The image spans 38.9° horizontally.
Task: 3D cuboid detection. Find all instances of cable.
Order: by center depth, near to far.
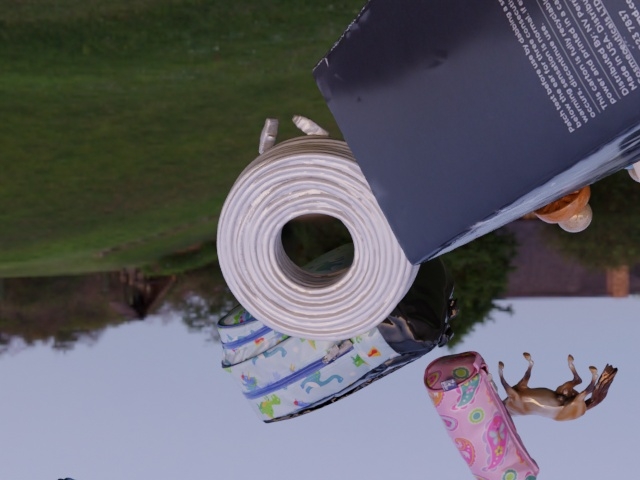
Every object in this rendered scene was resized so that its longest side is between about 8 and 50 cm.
[{"bbox_3d":[0.000,0.000,1.125,0.257,0.257,0.089,25,-160,1],"label":"cable"}]

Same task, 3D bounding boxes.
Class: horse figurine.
[{"bbox_3d":[0.438,0.292,1.748,0.263,0.174,0.066,0,-144,7],"label":"horse figurine"}]

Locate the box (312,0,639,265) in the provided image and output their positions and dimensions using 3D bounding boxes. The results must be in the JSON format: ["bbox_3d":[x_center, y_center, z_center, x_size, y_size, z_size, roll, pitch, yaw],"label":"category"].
[{"bbox_3d":[0.222,-0.160,0.629,0.343,0.179,0.312,-23,173,-26],"label":"box"}]

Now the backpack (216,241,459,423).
[{"bbox_3d":[0.010,0.143,1.445,0.355,0.273,0.290,-46,-177,25],"label":"backpack"}]

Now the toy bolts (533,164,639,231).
[{"bbox_3d":[0.455,-0.140,1.518,0.228,0.158,0.218,-29,-152,32],"label":"toy bolts"}]

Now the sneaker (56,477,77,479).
[{"bbox_3d":[-0.324,0.397,1.329,0.126,0.091,0.240,32,140,-32],"label":"sneaker"}]

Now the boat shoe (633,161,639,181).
[{"bbox_3d":[0.460,-0.120,1.100,0.158,0.340,0.127,-23,-149,22],"label":"boat shoe"}]

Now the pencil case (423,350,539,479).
[{"bbox_3d":[0.287,0.327,1.603,0.124,0.284,0.124,-25,-162,9],"label":"pencil case"}]
